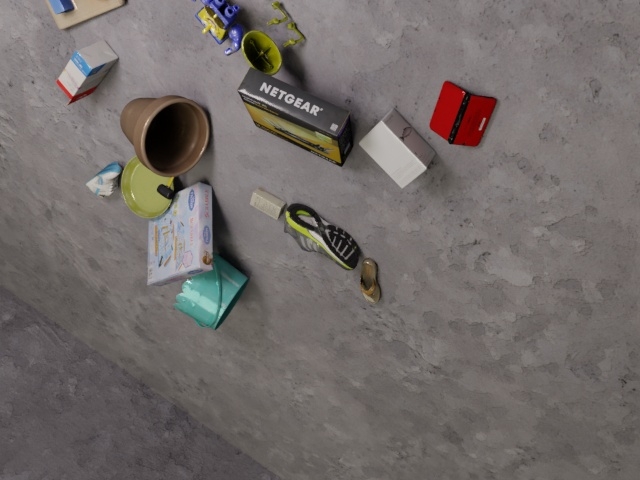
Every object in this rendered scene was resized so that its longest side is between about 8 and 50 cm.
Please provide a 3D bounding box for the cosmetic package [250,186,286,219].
[{"bbox_3d":[-0.182,-0.127,1.892,0.115,0.041,0.060,31,133,7],"label":"cosmetic package"}]

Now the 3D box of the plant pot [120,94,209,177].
[{"bbox_3d":[-0.537,-0.371,1.807,0.229,0.263,0.263,31,135,32],"label":"plant pot"}]

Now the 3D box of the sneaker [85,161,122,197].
[{"bbox_3d":[-0.838,-0.238,2.168,0.228,0.087,0.092,-18,119,45],"label":"sneaker"}]

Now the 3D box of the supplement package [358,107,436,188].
[{"bbox_3d":[0.215,-0.257,1.527,0.179,0.105,0.105,44,133,-6],"label":"supplement package"}]

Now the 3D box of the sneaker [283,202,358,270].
[{"bbox_3d":[0.000,0.000,1.852,0.300,0.111,0.121,40,143,6],"label":"sneaker"}]

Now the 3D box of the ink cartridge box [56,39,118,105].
[{"bbox_3d":[-0.805,-0.569,1.868,0.231,0.134,0.078,-29,106,40],"label":"ink cartridge box"}]

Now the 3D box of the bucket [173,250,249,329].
[{"bbox_3d":[-0.417,0.200,2.121,0.183,0.281,0.281,32,132,2],"label":"bucket"}]

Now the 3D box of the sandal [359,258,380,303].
[{"bbox_3d":[0.165,0.147,1.885,0.072,0.049,0.180,10,126,24],"label":"sandal"}]

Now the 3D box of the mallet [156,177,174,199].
[{"bbox_3d":[-0.533,-0.244,1.967,0.062,0.039,0.190,24,100,20],"label":"mallet"}]

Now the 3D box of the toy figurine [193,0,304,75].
[{"bbox_3d":[-0.245,-0.624,1.542,0.362,0.191,0.217,46,165,-19],"label":"toy figurine"}]

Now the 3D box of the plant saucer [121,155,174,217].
[{"bbox_3d":[-0.639,-0.204,2.050,0.240,0.037,0.241,2,97,21],"label":"plant saucer"}]

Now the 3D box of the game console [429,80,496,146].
[{"bbox_3d":[0.373,-0.333,1.444,0.123,0.085,0.144,4,131,-11],"label":"game console"}]

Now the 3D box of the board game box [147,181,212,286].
[{"bbox_3d":[-0.521,-0.016,2.020,0.317,0.065,0.319,-16,70,38],"label":"board game box"}]

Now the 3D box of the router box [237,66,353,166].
[{"bbox_3d":[-0.062,-0.342,1.552,0.308,0.081,0.243,27,172,11],"label":"router box"}]

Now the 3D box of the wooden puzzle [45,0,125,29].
[{"bbox_3d":[-0.805,-0.851,1.702,0.347,0.080,0.322,-3,121,32],"label":"wooden puzzle"}]
